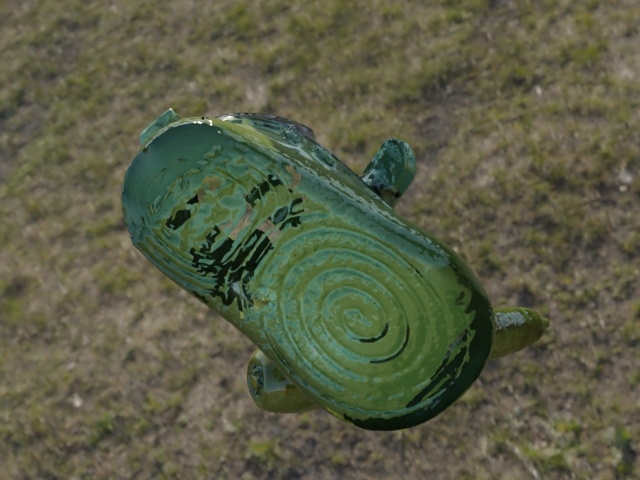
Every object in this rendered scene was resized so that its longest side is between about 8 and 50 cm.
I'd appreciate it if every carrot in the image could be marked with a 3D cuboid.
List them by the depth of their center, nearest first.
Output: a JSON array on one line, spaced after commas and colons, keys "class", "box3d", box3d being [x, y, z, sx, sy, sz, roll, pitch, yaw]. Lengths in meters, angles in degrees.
[{"class": "carrot", "box3d": [0.092, 0.113, 1.211, 0.359, 0.074, 0.074, -7, 26, -30]}]

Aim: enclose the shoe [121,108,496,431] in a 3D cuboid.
[{"class": "shoe", "box3d": [0.000, 0.003, 0.770, 0.140, 0.262, 0.128, -49, 16, 30]}]
